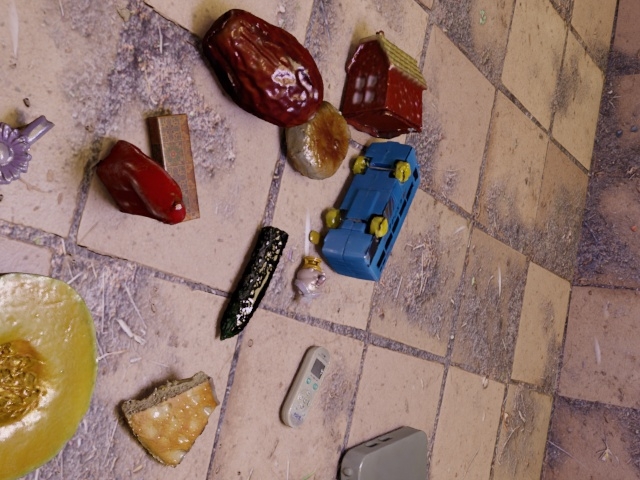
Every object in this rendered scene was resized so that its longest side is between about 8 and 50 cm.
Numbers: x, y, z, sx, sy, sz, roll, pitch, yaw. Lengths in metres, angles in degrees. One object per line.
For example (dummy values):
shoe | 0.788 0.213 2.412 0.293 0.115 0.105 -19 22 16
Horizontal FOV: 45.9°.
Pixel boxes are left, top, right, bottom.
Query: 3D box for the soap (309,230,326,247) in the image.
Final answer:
soap | 0.000 0.000 1.957 0.089 0.012 0.034 28 69 -49

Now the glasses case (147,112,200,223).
glasses case | -0.301 -0.146 1.544 0.075 0.049 0.218 -17 106 -42

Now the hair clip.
hair clip | -0.554 -0.108 1.225 0.106 0.084 0.292 46 62 -22

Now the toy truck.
toy truck | 0.141 -0.085 2.011 0.385 0.161 0.162 -66 149 -27

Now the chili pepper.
chili pepper | -0.314 -0.101 1.383 0.136 0.253 0.144 -3 104 -32

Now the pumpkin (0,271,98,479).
pumpkin | -0.537 0.196 1.191 0.332 0.199 0.332 -22 118 -48

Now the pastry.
pastry | -0.011 -0.249 1.856 0.192 0.093 0.182 -58 133 -36

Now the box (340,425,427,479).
box | 0.184 0.756 2.201 0.373 0.090 0.367 -2 94 -50

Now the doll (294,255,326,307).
doll | -0.020 0.105 1.887 0.073 0.084 0.127 26 65 -47

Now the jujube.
jujube | -0.118 -0.369 1.638 0.290 0.197 0.197 41 62 -28

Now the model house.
model house | 0.177 -0.419 2.022 0.196 0.160 0.254 15 81 -50

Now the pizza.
pizza | -0.304 0.369 1.579 0.188 0.080 0.204 -27 126 -22

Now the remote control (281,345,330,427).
remote control | -0.038 0.371 1.925 0.078 0.042 0.221 47 57 -41

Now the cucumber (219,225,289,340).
cucumber | -0.154 0.100 1.735 0.072 0.072 0.300 43 62 -44
